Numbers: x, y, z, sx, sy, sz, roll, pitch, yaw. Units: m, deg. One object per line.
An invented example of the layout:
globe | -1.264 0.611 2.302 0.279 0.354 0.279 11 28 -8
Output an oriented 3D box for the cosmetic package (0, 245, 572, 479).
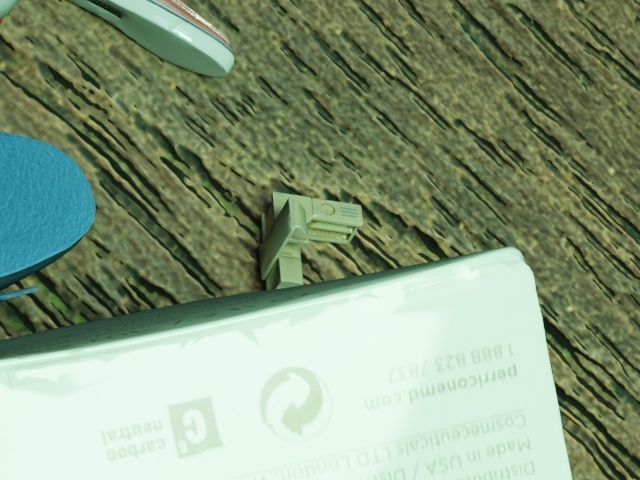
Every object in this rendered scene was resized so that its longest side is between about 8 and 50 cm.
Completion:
cosmetic package | -0.076 0.204 0.975 0.329 0.394 0.327 -11 89 -23

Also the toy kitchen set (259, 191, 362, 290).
toy kitchen set | 0.000 0.000 1.249 0.075 0.068 0.083 8 53 -19

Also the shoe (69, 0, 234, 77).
shoe | -0.132 -0.201 1.271 0.178 0.063 0.081 30 72 -6

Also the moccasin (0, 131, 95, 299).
moccasin | -0.324 0.008 1.113 0.342 0.117 0.137 -13 71 -29

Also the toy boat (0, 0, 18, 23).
toy boat | -0.369 -0.170 1.127 0.318 0.148 0.267 -2 76 -21
